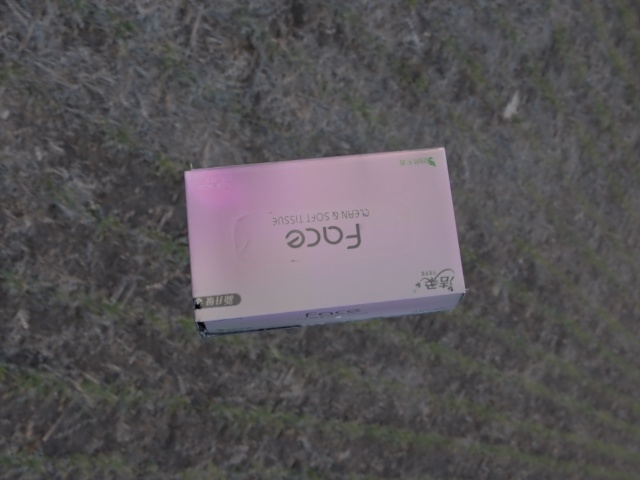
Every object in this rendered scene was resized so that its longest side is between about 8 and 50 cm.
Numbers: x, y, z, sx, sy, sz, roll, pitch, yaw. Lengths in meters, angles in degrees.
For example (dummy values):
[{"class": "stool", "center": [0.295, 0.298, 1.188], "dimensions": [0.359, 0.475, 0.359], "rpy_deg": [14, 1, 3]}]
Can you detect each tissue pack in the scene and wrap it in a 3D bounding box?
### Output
[{"class": "tissue pack", "center": [0.000, 0.000, 0.914], "dimensions": [0.092, 0.246, 0.148], "rpy_deg": [92, -9, -73]}]
